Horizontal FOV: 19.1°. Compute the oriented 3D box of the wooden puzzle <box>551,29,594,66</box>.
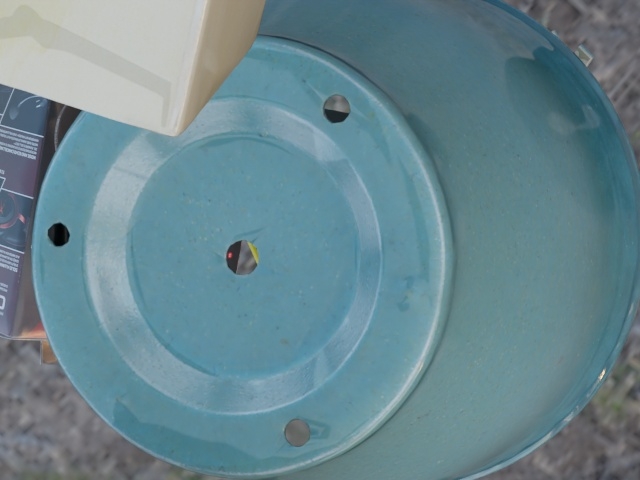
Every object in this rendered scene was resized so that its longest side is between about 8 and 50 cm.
[{"bbox_3d":[0.124,-0.086,1.039,0.083,0.006,0.049,-21,99,55],"label":"wooden puzzle"}]

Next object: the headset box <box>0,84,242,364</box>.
[{"bbox_3d":[-0.173,-0.038,1.557,0.110,0.218,0.293,17,99,48],"label":"headset box"}]

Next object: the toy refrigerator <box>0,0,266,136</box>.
[{"bbox_3d":[-0.046,-0.180,0.582,0.094,0.102,0.269,18,118,5],"label":"toy refrigerator"}]

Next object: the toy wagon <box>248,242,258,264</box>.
[{"bbox_3d":[-0.021,-0.032,1.198,0.068,0.267,0.344,-24,110,1],"label":"toy wagon"}]

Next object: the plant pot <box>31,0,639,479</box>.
[{"bbox_3d":[0.000,0.000,0.883,0.271,0.255,0.272,0,92,17],"label":"plant pot"}]

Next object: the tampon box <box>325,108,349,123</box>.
[{"bbox_3d":[0.055,-0.012,1.426,0.161,0.101,0.120,12,139,9],"label":"tampon box"}]
